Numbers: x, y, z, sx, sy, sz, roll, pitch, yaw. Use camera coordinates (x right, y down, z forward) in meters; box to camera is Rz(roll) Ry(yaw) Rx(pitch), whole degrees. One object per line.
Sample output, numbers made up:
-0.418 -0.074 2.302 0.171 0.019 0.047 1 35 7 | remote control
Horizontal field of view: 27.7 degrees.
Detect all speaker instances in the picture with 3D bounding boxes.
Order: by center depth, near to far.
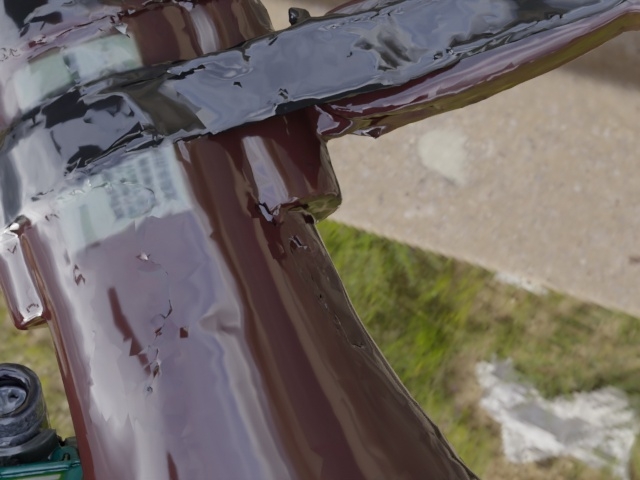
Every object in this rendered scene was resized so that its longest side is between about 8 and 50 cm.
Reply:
-0.009 0.012 0.441 0.259 0.198 0.329 -19 85 35 | speaker

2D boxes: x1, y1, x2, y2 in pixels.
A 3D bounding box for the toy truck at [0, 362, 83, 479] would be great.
-0.202 0.143 0.635 0.253 0.124 0.114 -7 137 -9 | toy truck
